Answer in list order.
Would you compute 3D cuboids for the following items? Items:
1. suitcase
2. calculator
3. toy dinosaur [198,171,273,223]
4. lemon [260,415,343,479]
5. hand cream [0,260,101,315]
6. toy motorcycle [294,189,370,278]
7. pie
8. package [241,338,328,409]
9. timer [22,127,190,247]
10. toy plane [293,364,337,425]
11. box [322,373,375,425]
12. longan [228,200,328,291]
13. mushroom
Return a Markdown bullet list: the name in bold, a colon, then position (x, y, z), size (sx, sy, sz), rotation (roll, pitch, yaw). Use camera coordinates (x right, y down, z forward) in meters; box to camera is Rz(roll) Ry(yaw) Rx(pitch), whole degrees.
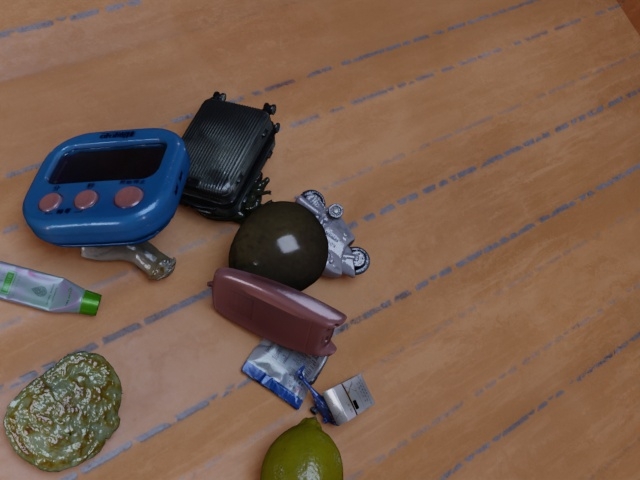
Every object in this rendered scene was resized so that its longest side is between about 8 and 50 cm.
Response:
- **suitcase**: position (-0.240, -0.214, 1.878), size (0.202, 0.128, 0.312), rotation (16, 61, 16)
- **calculator**: position (-0.110, 0.164, 1.748), size (0.329, 0.220, 0.048), rotation (22, 55, 7)
- **toy dinosaur**: position (-0.216, -0.098, 1.943), size (0.178, 0.087, 0.187), rotation (12, 40, 22)
- **lemon**: position (-0.040, 0.506, 1.682), size (0.184, 0.184, 0.249), rotation (12, 61, -19)
- **hand cream**: position (-0.618, 0.104, 1.679), size (0.275, 0.050, 0.079), rotation (17, 37, -12)
- **toy motorcycle**: position (0.000, 0.000, 1.951), size (0.171, 0.110, 0.260), rotation (-34, 80, -17)
- **pie**: position (-0.519, 0.356, 1.591), size (0.248, 0.090, 0.201), rotation (-40, 99, -30)
- **package**: position (-0.080, 0.287, 1.843), size (0.171, 0.027, 0.173), rotation (38, 62, -9)
- **timer**: position (-0.461, -0.118, 1.694), size (0.340, 0.115, 0.309), rotation (-3, 47, 11)
- **toy plane**: position (-0.004, 0.369, 1.814), size (0.054, 0.062, 0.167), rotation (-40, 94, -30)
- **box**: position (0.068, 0.373, 1.820), size (0.154, 0.040, 0.084), rotation (-8, 72, -63)
- **longan**: position (-0.096, 0.018, 1.815), size (0.246, 0.246, 0.215), rotation (-13, 120, -27)
- **mushroom**: position (-0.439, 0.024, 1.763), size (0.223, 0.081, 0.092), rotation (23, 40, -17)
